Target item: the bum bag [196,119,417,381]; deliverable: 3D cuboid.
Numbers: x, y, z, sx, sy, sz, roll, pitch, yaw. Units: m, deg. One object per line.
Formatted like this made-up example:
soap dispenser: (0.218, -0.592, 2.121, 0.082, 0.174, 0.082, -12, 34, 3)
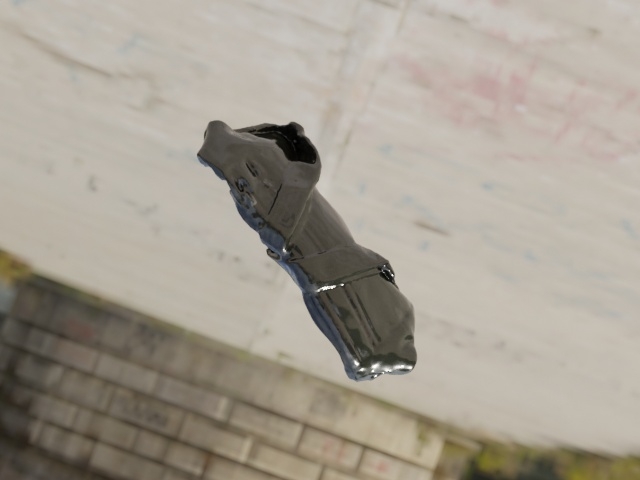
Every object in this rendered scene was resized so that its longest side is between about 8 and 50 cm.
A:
bum bag: (0.000, 0.000, 1.741, 0.080, 0.142, 0.326, -30, 98, 41)
